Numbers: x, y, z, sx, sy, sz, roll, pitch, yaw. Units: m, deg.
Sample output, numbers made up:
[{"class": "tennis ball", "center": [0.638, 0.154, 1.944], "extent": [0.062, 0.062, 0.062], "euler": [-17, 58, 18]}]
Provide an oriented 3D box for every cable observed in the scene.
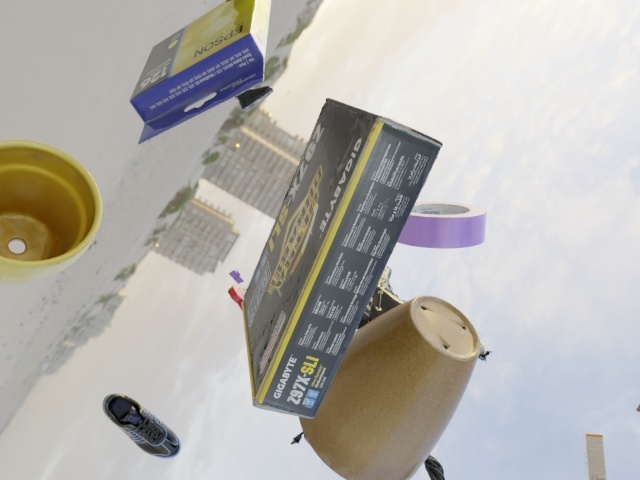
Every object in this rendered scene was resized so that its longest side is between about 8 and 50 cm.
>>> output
[{"class": "cable", "center": [0.251, 0.625, 1.403], "extent": [0.150, 0.185, 0.047], "euler": [-53, 180, -15]}]

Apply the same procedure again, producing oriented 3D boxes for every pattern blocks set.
[{"class": "pattern blocks set", "center": [-0.135, 0.208, 1.391], "extent": [0.026, 0.324, 0.285], "euler": [-36, -163, 3]}]

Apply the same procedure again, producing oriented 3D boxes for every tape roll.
[{"class": "tape roll", "center": [0.340, -0.050, 1.562], "extent": [0.275, 0.275, 0.090], "euler": [-144, -128, -70]}]

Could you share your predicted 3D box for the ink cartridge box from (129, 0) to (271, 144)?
[{"class": "ink cartridge box", "center": [-0.246, -0.367, 1.093], "extent": [0.304, 0.072, 0.307], "euler": [-20, -138, 20]}]

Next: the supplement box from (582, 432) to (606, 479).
[{"class": "supplement box", "center": [0.611, 0.483, 1.195], "extent": [0.036, 0.062, 0.098], "euler": [-2, -109, 18]}]

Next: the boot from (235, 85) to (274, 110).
[{"class": "boot", "center": [-0.210, -0.453, 1.582], "extent": [0.121, 0.099, 0.045], "euler": [-29, -179, 15]}]

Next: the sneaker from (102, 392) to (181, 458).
[{"class": "sneaker", "center": [-0.442, 0.461, 1.323], "extent": [0.081, 0.232, 0.090], "euler": [-56, -177, -29]}]

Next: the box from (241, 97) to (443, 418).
[{"class": "box", "center": [0.000, 0.000, 0.642], "extent": [0.257, 0.079, 0.321], "euler": [-116, -133, -70]}]

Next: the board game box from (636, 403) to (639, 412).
[{"class": "board game box", "center": [0.639, 0.205, 0.841], "extent": [0.165, 0.042, 0.243], "euler": [28, -88, 43]}]

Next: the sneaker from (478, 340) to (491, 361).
[{"class": "sneaker", "center": [0.495, 0.364, 1.692], "extent": [0.098, 0.038, 0.069], "euler": [-26, -140, -13]}]

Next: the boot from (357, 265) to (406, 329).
[{"class": "boot", "center": [0.156, 0.134, 1.075], "extent": [0.236, 0.179, 0.085], "euler": [-41, 148, -61]}]

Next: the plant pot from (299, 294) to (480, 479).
[{"class": "plant pot", "center": [0.122, 0.208, 0.826], "extent": [0.237, 0.237, 0.254], "euler": [-89, -156, -53]}]

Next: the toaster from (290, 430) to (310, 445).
[{"class": "toaster", "center": [0.069, 0.373, 1.066], "extent": [0.110, 0.168, 0.185], "euler": [36, -91, 40]}]

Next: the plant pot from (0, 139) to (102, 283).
[{"class": "plant pot", "center": [-0.584, -0.028, 1.047], "extent": [0.239, 0.254, 0.253], "euler": [-36, -149, 49]}]
